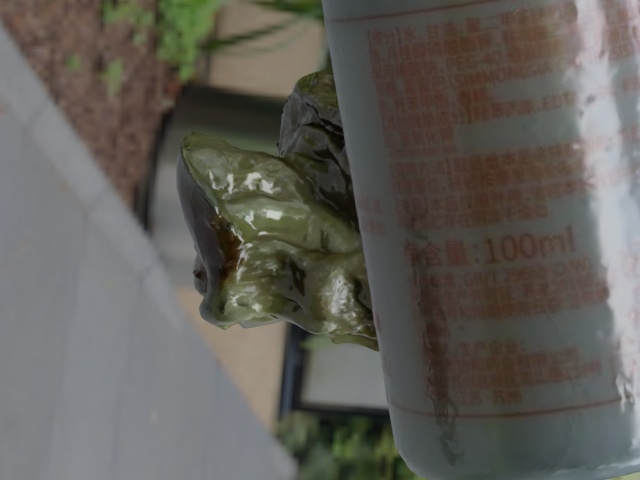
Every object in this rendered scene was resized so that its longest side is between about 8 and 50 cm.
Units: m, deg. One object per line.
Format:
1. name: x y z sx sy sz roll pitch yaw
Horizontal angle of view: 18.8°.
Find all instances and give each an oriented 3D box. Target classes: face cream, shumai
1. face cream: 0.050 -0.063 0.538 0.101 0.101 0.251 -48 129 -75
2. shumai: 0.000 0.000 1.064 0.209 0.153 0.161 53 -25 38

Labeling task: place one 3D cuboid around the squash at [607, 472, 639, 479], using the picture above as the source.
1. squash: 0.154 0.146 0.635 0.184 0.192 0.085 58 -28 29
